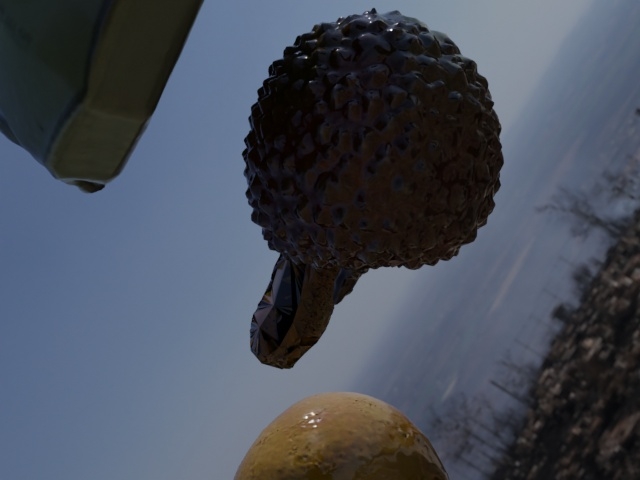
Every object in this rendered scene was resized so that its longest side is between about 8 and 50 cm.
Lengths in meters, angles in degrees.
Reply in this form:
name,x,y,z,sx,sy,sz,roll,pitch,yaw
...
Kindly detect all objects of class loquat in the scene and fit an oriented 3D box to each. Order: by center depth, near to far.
name,x,y,z,sx,sy,sz,roll,pitch,yaw
loquat,0.017,0.304,1.159,0.263,0.263,0.263,-57,-5,-8

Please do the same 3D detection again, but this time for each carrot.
name,x,y,z,sx,sy,sz,roll,pitch,yaw
carrot,0.000,0.000,0.875,0.069,0.069,0.228,-37,-32,-76

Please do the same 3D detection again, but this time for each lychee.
name,x,y,z,sx,sy,sz,roll,pitch,yaw
lychee,0.031,-0.045,0.642,0.165,0.165,0.197,-50,-39,-57

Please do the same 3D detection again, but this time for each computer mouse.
name,x,y,z,sx,sy,sz,roll,pitch,yaw
computer mouse,-0.157,-0.193,0.712,0.429,0.145,0.228,-96,30,-61
